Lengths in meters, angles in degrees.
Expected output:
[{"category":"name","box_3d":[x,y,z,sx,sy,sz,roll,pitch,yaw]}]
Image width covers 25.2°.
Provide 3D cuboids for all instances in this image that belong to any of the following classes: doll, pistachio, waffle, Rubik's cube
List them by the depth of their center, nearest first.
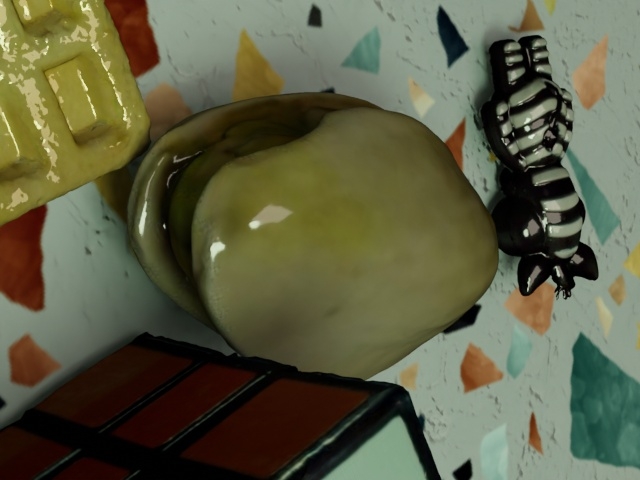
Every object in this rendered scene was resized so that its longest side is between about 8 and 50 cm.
[{"category":"Rubik's cube","box_3d":[-0.088,0.252,0.837,0.293,0.283,0.288,-31,113,-31]},{"category":"waffle","box_3d":[-0.228,-0.078,0.841,0.274,0.057,0.168,-32,113,-34]},{"category":"pistachio","box_3d":[0.000,0.000,0.970,0.288,0.166,0.197,4,100,-39]},{"category":"doll","box_3d":[0.175,-0.057,1.179,0.091,0.067,0.219,-14,96,-35]}]
